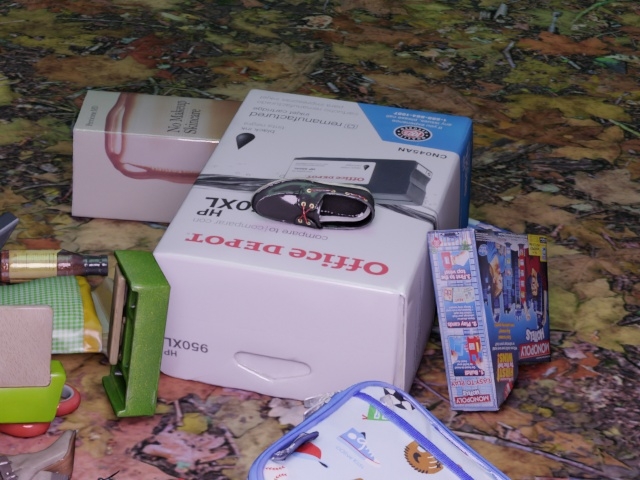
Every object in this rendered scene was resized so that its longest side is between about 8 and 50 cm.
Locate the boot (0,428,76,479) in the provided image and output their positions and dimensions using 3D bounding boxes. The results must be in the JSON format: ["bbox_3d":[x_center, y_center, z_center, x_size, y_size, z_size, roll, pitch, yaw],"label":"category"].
[{"bbox_3d":[-0.285,0.219,1.756,0.087,0.042,0.118,1,25,-1],"label":"boot"}]

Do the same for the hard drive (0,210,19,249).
[{"bbox_3d":[-0.409,0.025,2.087,0.022,0.094,0.135,40,32,3],"label":"hard drive"}]

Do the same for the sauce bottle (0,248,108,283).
[{"bbox_3d":[-0.317,0.031,2.150,0.128,0.042,0.042,1,25,-12],"label":"sauce bottle"}]

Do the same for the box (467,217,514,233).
[{"bbox_3d":[0.166,0.028,2.231,0.109,0.042,0.178,21,31,30],"label":"box"}]

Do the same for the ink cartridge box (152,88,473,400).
[{"bbox_3d":[0.000,0.000,2.064,0.285,0.166,0.395,8,34,11],"label":"ink cartridge box"}]

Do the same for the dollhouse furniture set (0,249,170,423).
[{"bbox_3d":[-0.293,0.060,1.928,0.197,0.151,0.301,0,21,-18],"label":"dollhouse furniture set"}]

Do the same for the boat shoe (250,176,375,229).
[{"bbox_3d":[-0.007,-0.037,1.922,0.133,0.049,0.042,2,26,-7],"label":"boat shoe"}]

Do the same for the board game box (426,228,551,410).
[{"bbox_3d":[0.188,0.088,1.984,0.060,0.194,0.194,-3,-4,31],"label":"board game box"}]

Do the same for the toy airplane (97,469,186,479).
[{"bbox_3d":[-0.163,0.256,1.712,0.151,0.028,0.151,4,24,-2],"label":"toy airplane"}]

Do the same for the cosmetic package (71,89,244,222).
[{"bbox_3d":[-0.168,-0.105,2.358,0.296,0.129,0.153,3,26,-2],"label":"cosmetic package"}]

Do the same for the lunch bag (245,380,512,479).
[{"bbox_3d":[0.079,0.257,1.558,0.303,0.115,0.243,40,41,18],"label":"lunch bag"}]

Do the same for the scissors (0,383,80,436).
[{"bbox_3d":[-0.380,0.138,1.934,0.297,0.021,0.109,23,31,33],"label":"scissors"}]
